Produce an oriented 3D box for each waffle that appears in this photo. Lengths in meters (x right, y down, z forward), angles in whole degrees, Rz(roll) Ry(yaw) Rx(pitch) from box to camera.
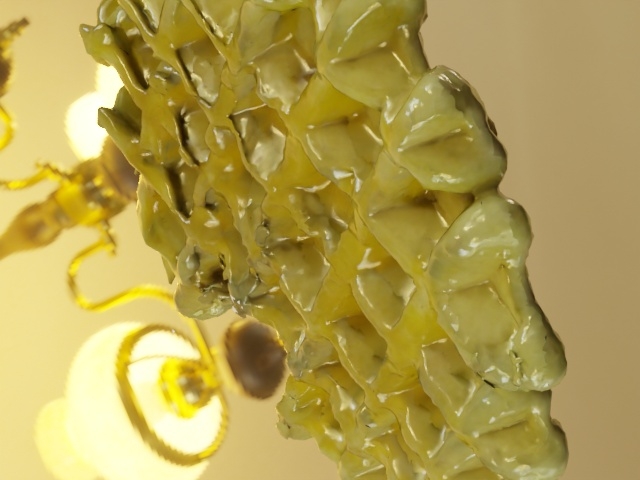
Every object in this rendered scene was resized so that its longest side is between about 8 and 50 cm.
[{"bbox_3d":[0.002,-0.001,0.567,0.056,0.250,0.261,-28,-64,-30],"label":"waffle"}]
